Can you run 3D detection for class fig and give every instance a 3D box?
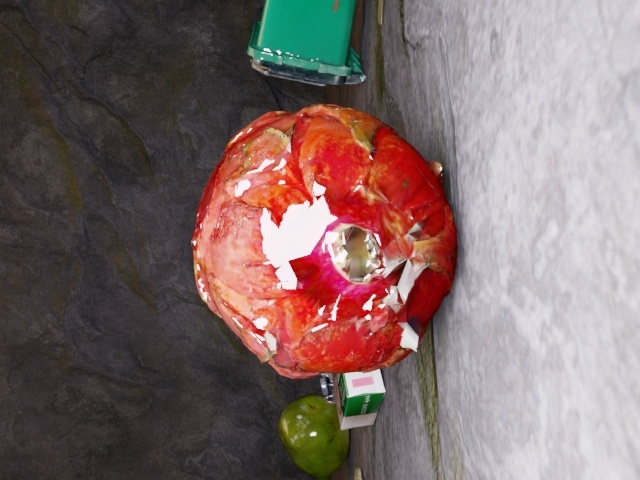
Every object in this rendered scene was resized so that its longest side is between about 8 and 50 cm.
[{"bbox_3d":[-0.016,0.631,1.611,0.314,0.233,0.233,86,-178,-48],"label":"fig"}]

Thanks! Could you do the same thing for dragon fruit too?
[{"bbox_3d":[0.000,0.000,0.551,0.301,0.296,0.295,-131,41,-82],"label":"dragon fruit"}]

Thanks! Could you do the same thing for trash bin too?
[{"bbox_3d":[-0.004,-0.582,1.190,0.259,0.295,0.381,-92,14,-51],"label":"trash bin"}]

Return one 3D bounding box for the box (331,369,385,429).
[{"bbox_3d":[0.072,0.291,1.040,0.199,0.081,0.135,89,172,-52],"label":"box"}]

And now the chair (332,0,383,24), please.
[{"bbox_3d":[0.084,-0.514,0.914,0.221,0.104,0.095,90,-163,-70],"label":"chair"}]

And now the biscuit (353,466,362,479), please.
[{"bbox_3d":[0.096,0.654,1.273,0.152,0.020,0.152,-179,90,-87],"label":"biscuit"}]

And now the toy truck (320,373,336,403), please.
[{"bbox_3d":[0.039,0.261,1.238,0.114,0.108,0.252,40,-141,-85],"label":"toy truck"}]
